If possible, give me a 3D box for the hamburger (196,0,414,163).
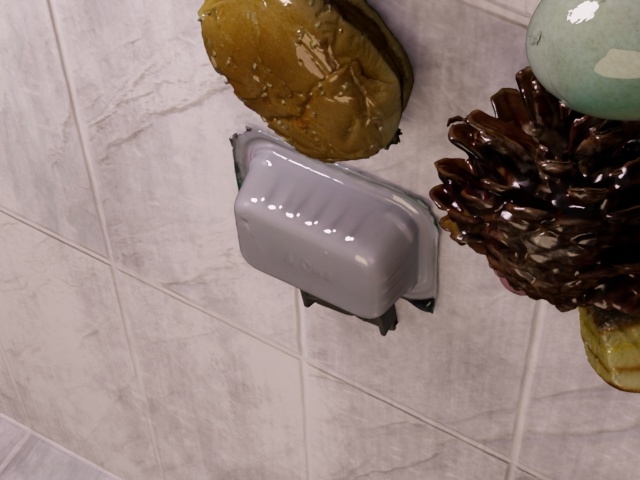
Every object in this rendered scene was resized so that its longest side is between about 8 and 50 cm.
[{"bbox_3d":[0.003,-0.217,1.824,0.309,0.132,0.211,49,150,-19],"label":"hamburger"}]

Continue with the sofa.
[{"bbox_3d":[0.041,0.101,2.314,0.147,0.060,0.085,20,148,25],"label":"sofa"}]

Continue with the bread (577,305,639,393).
[{"bbox_3d":[0.405,0.110,1.748,0.184,0.234,0.110,-9,97,4],"label":"bread"}]

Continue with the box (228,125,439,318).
[{"bbox_3d":[0.000,0.000,2.165,0.337,0.106,0.264,24,149,20],"label":"box"}]

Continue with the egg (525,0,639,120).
[{"bbox_3d":[0.314,-0.202,1.476,0.237,0.169,0.169,-11,129,32],"label":"egg"}]

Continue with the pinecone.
[{"bbox_3d":[0.271,-0.059,1.660,0.298,0.242,0.296,16,146,30],"label":"pinecone"}]

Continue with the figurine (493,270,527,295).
[{"bbox_3d":[0.265,0.039,1.985,0.083,0.071,0.067,12,102,23],"label":"figurine"}]
